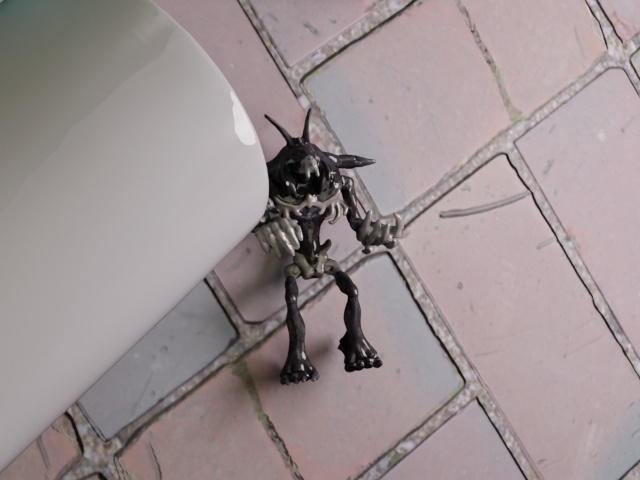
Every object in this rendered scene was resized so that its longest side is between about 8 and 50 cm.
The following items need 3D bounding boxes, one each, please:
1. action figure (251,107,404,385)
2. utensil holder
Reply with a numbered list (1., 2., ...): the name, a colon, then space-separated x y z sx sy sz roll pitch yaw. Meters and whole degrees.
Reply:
1. action figure: 0.000 0.000 1.821 0.164 0.141 0.276 -9 90 -18
2. utensil holder: -0.281 -0.008 1.564 0.385 0.327 0.327 -44 105 -29
